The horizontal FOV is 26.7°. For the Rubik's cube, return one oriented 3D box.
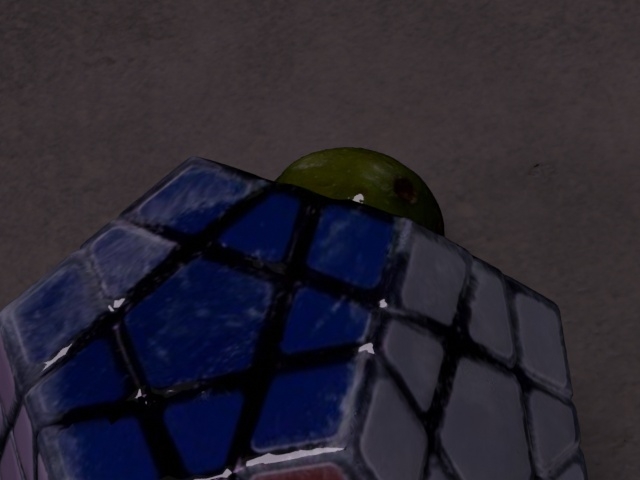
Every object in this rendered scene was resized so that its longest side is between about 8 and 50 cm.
[{"bbox_3d":[-0.022,0.112,0.676,0.319,0.264,0.319,-8,51,11],"label":"Rubik's cube"}]

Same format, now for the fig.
[{"bbox_3d":[0.000,0.000,0.855,0.156,0.123,0.123,5,54,32],"label":"fig"}]
